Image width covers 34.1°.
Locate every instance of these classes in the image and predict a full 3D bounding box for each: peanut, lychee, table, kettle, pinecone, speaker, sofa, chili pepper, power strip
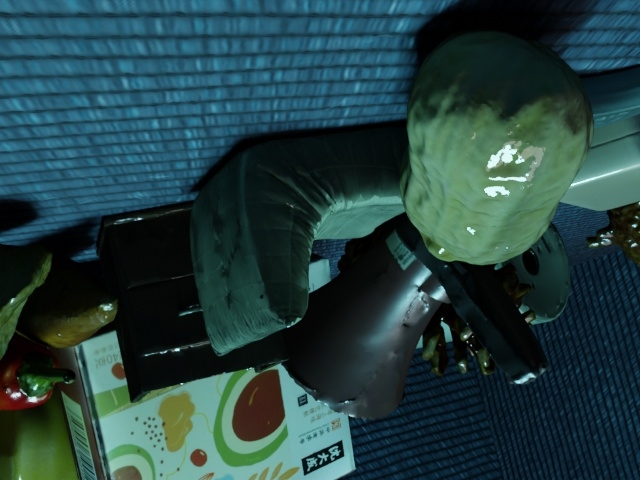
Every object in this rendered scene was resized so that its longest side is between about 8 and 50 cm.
[{"bbox_3d":[0.140,-0.069,0.863,0.152,0.152,0.313,-13,157,-4],"label":"peanut"},{"bbox_3d":[0.511,-0.039,1.551,0.238,0.200,0.200,-28,168,16],"label":"lychee"},{"bbox_3d":[-0.150,0.069,1.193,0.169,0.193,0.172,-11,171,-17],"label":"table"},{"bbox_3d":[0.239,0.045,1.775,0.205,0.265,0.318,32,143,-32],"label":"kettle"},{"bbox_3d":[0.153,0.063,1.442,0.244,0.309,0.244,-48,172,-9],"label":"pinecone"},{"bbox_3d":[0.103,0.069,1.171,0.198,0.259,0.329,24,128,-23],"label":"speaker"},{"bbox_3d":[0.000,0.000,1.048,0.226,0.176,0.210,-9,170,-28],"label":"sofa"},{"bbox_3d":[-0.431,0.133,1.161,0.369,0.091,0.137,7,177,6],"label":"chili pepper"},{"bbox_3d":[0.230,-0.133,0.992,0.216,0.044,0.137,-8,170,-35],"label":"power strip"}]

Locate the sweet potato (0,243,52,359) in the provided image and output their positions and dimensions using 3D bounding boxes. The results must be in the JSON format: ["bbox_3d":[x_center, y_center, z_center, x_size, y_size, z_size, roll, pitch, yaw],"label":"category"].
[{"bbox_3d":[-0.433,0.076,1.008,0.370,0.157,0.158,-7,172,3],"label":"sweet potato"}]

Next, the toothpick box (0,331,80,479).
[{"bbox_3d":[-0.411,0.312,1.639,0.409,0.408,0.425,-19,166,33],"label":"toothpick box"}]

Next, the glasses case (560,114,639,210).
[{"bbox_3d":[0.375,-0.098,1.327,0.144,0.076,0.336,-17,171,25],"label":"glasses case"}]

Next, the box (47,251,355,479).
[{"bbox_3d":[-0.156,0.224,1.463,0.385,0.344,0.122,-18,-160,-30],"label":"box"}]

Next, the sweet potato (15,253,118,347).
[{"bbox_3d":[-0.315,0.071,1.224,0.112,0.112,0.359,-8,-177,-31],"label":"sweet potato"}]
